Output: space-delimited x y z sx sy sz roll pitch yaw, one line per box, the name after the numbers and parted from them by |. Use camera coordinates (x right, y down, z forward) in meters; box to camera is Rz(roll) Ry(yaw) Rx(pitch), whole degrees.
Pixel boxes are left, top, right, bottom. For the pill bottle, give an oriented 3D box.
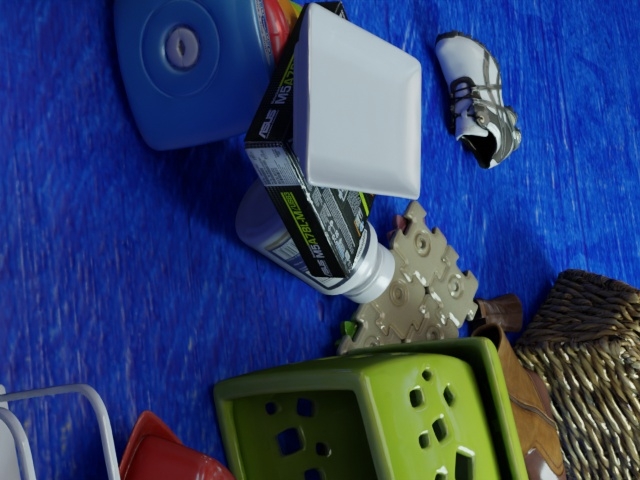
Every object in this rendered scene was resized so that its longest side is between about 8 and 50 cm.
0.000 0.000 1.029 0.169 0.094 0.094 35 56 -36 | pill bottle

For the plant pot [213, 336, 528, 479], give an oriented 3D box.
0.062 0.208 0.922 0.207 0.227 0.228 -15 91 -41 | plant pot

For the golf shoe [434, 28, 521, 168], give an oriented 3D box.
0.207 -0.188 1.316 0.198 0.077 0.094 57 46 -18 | golf shoe

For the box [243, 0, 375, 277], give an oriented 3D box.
0.006 -0.091 0.912 0.190 0.045 0.184 63 35 -46 | box

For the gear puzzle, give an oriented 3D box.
0.081 0.128 1.126 0.175 0.044 0.339 49 51 -28 | gear puzzle

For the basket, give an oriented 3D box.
0.436 0.196 1.354 0.223 0.213 0.299 -43 111 -43 | basket

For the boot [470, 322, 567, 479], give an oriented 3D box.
0.239 0.256 1.134 0.280 0.096 0.264 46 44 -62 | boot

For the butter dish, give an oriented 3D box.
-0.106 0.243 0.805 0.160 0.118 0.159 67 32 -51 | butter dish

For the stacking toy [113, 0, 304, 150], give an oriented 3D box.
-0.052 -0.191 1.007 0.302 0.166 0.175 -13 93 -60 | stacking toy

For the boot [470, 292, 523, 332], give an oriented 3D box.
0.240 0.124 1.300 0.114 0.037 0.106 2 80 -51 | boot

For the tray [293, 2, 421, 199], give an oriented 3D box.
0.036 -0.114 0.886 0.270 0.030 0.145 2 88 -65 | tray

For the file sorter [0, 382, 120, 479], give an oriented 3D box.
-0.276 0.207 0.619 0.278 0.173 0.192 -7 85 -48 | file sorter
